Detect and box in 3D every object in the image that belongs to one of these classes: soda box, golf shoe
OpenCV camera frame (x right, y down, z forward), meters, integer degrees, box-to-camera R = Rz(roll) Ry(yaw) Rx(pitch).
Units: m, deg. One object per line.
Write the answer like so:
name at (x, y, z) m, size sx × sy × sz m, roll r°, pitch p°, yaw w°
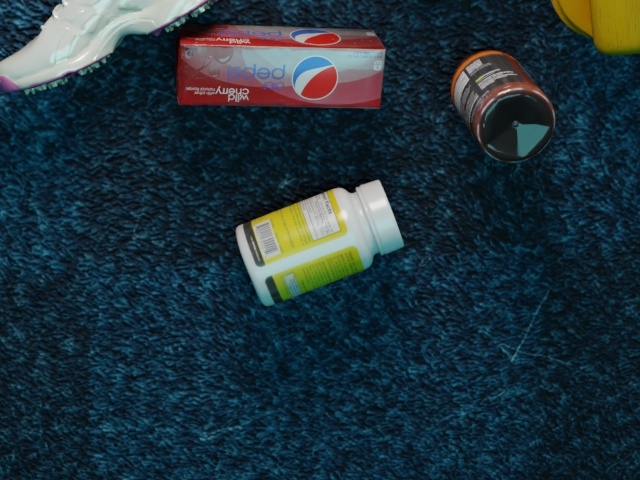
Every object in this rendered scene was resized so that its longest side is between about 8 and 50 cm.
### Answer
soda box at (-0.054, -0.223, 1.764) m, size 0.263 × 0.092 × 0.083 m, roll 0°, pitch 117°, yaw -9°
golf shoe at (-0.278, -0.289, 1.698) m, size 0.306 × 0.115 × 0.140 m, roll -28°, pitch 106°, yaw -2°

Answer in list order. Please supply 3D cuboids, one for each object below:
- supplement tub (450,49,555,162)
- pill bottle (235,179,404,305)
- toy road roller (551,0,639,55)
supplement tub at (0.228, -0.181, 1.771) m, size 0.106 × 0.198 × 0.106 m, roll -3°, pitch 116°, yaw -6°
pill bottle at (0.000, 0.000, 1.866) m, size 0.209 × 0.119 × 0.119 m, roll -21°, pitch 117°, yaw 1°
toy road roller at (0.442, -0.329, 1.672) m, size 0.330 × 0.240 × 0.202 m, roll 0°, pitch 119°, yaw 21°
